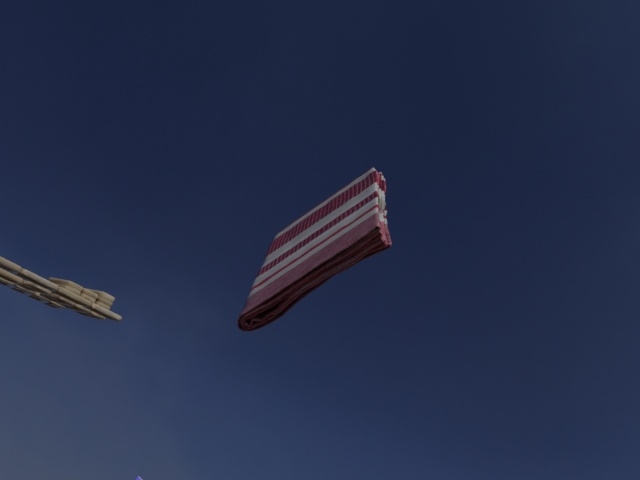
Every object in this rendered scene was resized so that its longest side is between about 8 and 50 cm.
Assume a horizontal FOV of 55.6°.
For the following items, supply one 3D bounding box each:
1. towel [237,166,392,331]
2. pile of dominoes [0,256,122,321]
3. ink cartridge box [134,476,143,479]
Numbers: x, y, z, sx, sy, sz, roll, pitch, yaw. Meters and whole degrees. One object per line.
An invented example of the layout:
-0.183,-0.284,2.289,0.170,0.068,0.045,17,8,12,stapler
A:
0.000,0.000,0.926,0.237,0.329,0.037,-33,-75,16,towel
-0.416,0.048,0.870,0.195,0.040,0.251,5,-24,34,pile of dominoes
-0.179,0.371,0.629,0.206,0.208,0.045,47,-66,4,ink cartridge box
